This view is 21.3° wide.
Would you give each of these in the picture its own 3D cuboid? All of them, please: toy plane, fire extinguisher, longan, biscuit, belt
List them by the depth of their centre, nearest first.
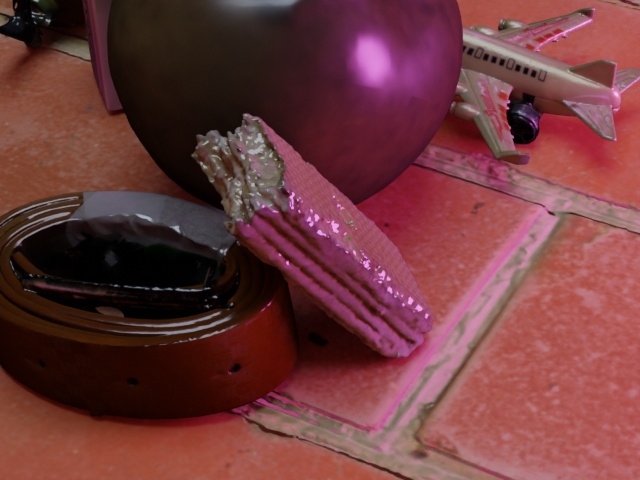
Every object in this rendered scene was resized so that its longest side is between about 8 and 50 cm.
[{"bbox_3d":[0.000,0.000,1.297,0.062,0.239,0.108,-39,45,12],"label":"biscuit"},{"bbox_3d":[-0.147,0.047,1.346,0.262,0.105,0.184,4,43,13],"label":"belt"},{"bbox_3d":[-0.032,-0.164,1.430,0.319,0.319,0.319,-2,40,2],"label":"longan"},{"bbox_3d":[0.168,-0.152,1.565,0.244,0.092,0.229,13,45,20],"label":"toy plane"},{"bbox_3d":[-0.247,-0.314,1.735,0.102,0.138,0.344,21,57,10],"label":"fire extinguisher"}]

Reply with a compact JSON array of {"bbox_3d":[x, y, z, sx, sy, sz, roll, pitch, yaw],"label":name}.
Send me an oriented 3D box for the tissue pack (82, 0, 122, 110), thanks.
[{"bbox_3d":[-0.103,-0.225,1.633,0.246,0.148,0.092,-12,40,-13],"label":"tissue pack"}]
